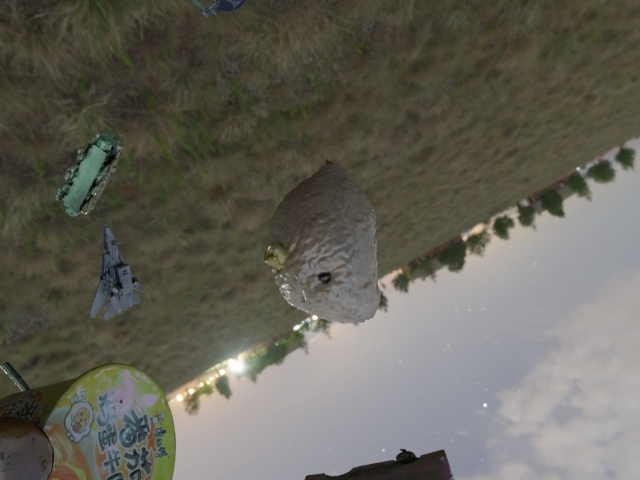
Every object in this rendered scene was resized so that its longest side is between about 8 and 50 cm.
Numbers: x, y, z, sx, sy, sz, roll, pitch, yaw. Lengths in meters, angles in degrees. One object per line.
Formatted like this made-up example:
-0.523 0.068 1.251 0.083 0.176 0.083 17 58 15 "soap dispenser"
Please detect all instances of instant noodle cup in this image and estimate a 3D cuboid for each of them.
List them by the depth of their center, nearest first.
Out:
-0.371 0.318 0.781 0.200 0.264 0.264 -11 -179 24 "instant noodle cup"

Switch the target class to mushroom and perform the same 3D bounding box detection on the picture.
-0.355 0.248 0.573 0.123 0.123 0.052 -27 -151 -18 "mushroom"

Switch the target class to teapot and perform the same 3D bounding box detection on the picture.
-0.135 -0.335 0.706 0.088 0.057 0.066 -27 166 10 "teapot"

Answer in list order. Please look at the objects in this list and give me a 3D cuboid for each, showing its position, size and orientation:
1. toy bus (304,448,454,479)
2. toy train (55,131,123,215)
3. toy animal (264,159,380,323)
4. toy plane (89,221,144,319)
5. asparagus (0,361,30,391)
0.105 0.454 0.954 0.273 0.090 0.112 -14 -177 4 "toy bus"
-0.470 -0.141 1.094 0.194 0.080 0.125 -52 -160 23 "toy train"
0.000 -0.006 1.077 0.226 0.359 0.188 -8 149 14 "toy animal"
-0.579 0.078 1.512 0.088 0.267 0.212 10 -161 22 "toy plane"
-0.555 0.281 0.999 0.015 0.127 0.018 -32 -173 27 "asparagus"
